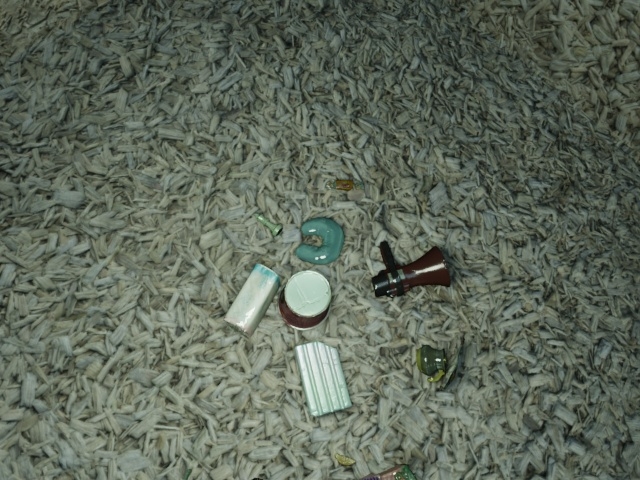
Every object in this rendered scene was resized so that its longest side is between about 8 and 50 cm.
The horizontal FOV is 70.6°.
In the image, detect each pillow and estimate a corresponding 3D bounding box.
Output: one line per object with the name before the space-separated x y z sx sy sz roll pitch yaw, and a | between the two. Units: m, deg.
pillow | 0.000 0.000 2.049 0.214 0.086 0.233 10 70 2

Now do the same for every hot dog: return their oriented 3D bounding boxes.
hot dog | 0.097 0.881 1.807 0.090 0.030 0.034 19 73 0

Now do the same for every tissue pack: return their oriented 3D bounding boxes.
tissue pack | -0.278 0.250 1.875 0.124 0.201 0.271 27 71 10

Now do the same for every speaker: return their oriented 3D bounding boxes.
speaker | 0.383 0.113 2.012 0.329 0.198 0.259 -10 87 -1

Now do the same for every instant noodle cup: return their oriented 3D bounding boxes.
instant noodle cup | -0.063 0.242 1.887 0.243 0.231 0.243 2 72 -5

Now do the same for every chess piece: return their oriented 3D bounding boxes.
chess piece | -0.244 -0.079 2.065 0.149 0.059 0.059 35 72 13

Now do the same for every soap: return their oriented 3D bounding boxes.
soap | 0.006 0.563 1.864 0.172 0.095 0.290 -13 74 -10

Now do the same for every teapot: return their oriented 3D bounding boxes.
teapot | 0.475 0.523 1.917 0.119 0.130 0.166 -6 105 20

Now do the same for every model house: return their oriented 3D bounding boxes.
model house | 0.259 1.000 1.697 0.237 0.202 0.237 -15 75 -12

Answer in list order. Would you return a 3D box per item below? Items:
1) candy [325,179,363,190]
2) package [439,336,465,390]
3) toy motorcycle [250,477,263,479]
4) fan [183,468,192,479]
candy | 0.116 -0.263 2.166 0.182 0.046 0.053 2 75 -1
package | 0.560 0.529 1.897 0.040 0.166 0.232 24 67 19
toy motorcycle | -0.241 1.101 1.645 0.207 0.134 0.401 -19 74 -12
fan | -0.536 0.964 1.708 0.016 0.038 0.193 18 73 12
